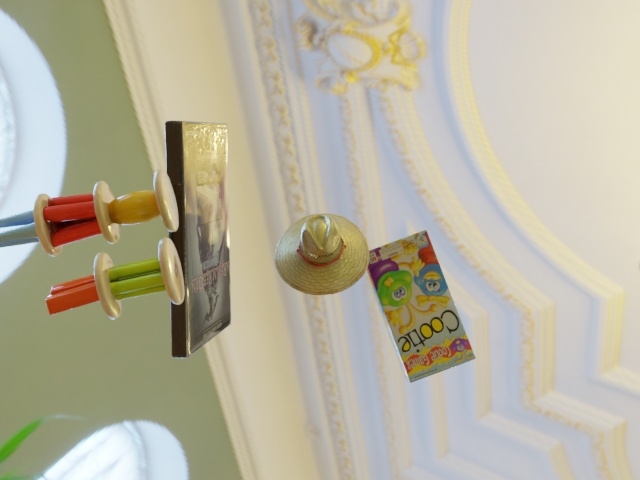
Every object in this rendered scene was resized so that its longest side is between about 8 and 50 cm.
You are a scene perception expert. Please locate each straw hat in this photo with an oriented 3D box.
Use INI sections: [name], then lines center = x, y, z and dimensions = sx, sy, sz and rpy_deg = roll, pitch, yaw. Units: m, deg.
[straw hat]
center = 0.000, 0.000, 1.256
dimensions = 0.145, 0.144, 0.061
rpy_deg = 29, -31, 23

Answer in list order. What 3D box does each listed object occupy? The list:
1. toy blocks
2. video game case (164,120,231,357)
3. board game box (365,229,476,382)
[toy blocks]
center = -0.187, 0.010, 0.711
dimensions = 0.148, 0.123, 0.054
rpy_deg = -12, -35, 2
[video game case]
center = -0.149, -0.010, 1.128
dimensions = 0.026, 0.196, 0.274
rpy_deg = 0, -84, 9
[board game box]
center = 0.194, 0.135, 1.857
dimensions = 0.144, 0.142, 0.275
rpy_deg = 84, -15, -85
